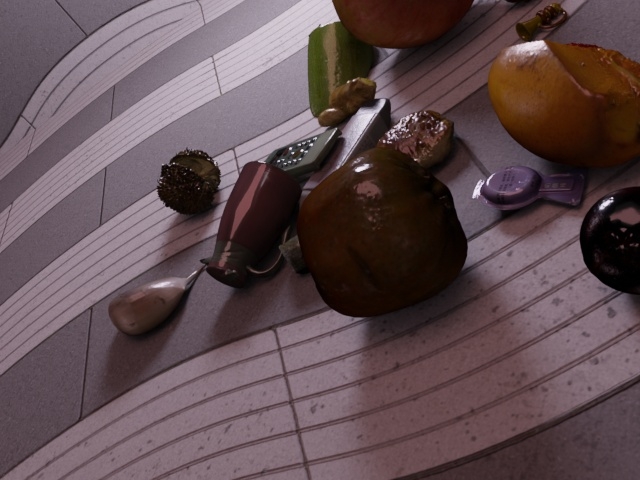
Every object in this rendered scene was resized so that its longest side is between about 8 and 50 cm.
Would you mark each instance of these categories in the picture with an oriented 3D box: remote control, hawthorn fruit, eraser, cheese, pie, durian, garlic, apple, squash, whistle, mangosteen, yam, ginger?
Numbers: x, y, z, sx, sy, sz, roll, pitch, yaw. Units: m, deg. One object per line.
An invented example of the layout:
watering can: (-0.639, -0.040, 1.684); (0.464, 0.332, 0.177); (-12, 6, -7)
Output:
remote control: (-0.060, -0.194, 1.678); (0.285, 0.038, 0.123); (-9, 43, 57)
hawthorn fruit: (0.084, 0.003, 1.183); (0.301, 0.267, 0.268); (-33, 33, 28)
eraser: (0.057, -0.182, 1.588); (0.089, 0.061, 0.352); (5, 53, 48)
cheese: (0.354, -0.090, 1.213); (0.190, 0.042, 0.105); (1, 48, 36)
pie: (0.189, -0.192, 1.462); (0.193, 0.079, 0.163); (-34, 38, 9)
durian: (-0.353, -0.144, 1.876); (0.196, 0.167, 0.196); (-41, 8, 7)
garlic: (-0.375, 0.133, 1.625); (0.266, 0.128, 0.148); (-20, 49, 9)
apple: (0.191, -0.641, 1.738); (0.364, 0.364, 0.364); (-25, 36, 20)
squash: (0.056, -0.447, 1.930); (0.189, 0.189, 0.261); (-12, 78, 35)
whistle: (0.485, -0.482, 1.543); (0.109, 0.046, 0.057); (-34, 19, -2)
mangosteen: (0.433, 0.000, 0.965); (0.152, 0.152, 0.152); (-25, 36, 20)
yam: (0.000, 0.000, 1.419); (0.179, 0.078, 0.078); (-28, 35, 15)
ginger: (0.076, -0.352, 1.744); (0.205, 0.081, 0.115); (-24, 10, 49)

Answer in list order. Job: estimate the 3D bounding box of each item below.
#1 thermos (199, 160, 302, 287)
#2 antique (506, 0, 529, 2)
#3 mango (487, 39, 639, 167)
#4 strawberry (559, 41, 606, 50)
thermos: (-0.144, -0.023, 1.543); (0.176, 0.146, 0.265); (13, 65, 21)
antique: (0.459, -0.607, 1.660); (0.104, 0.104, 0.104); (-25, 36, 20)
mango: (0.401, -0.243, 1.195); (0.199, 0.201, 0.350); (-51, 37, 0)
strawberry: (0.477, -0.326, 1.334); (0.140, 0.085, 0.192); (-13, 40, 37)
